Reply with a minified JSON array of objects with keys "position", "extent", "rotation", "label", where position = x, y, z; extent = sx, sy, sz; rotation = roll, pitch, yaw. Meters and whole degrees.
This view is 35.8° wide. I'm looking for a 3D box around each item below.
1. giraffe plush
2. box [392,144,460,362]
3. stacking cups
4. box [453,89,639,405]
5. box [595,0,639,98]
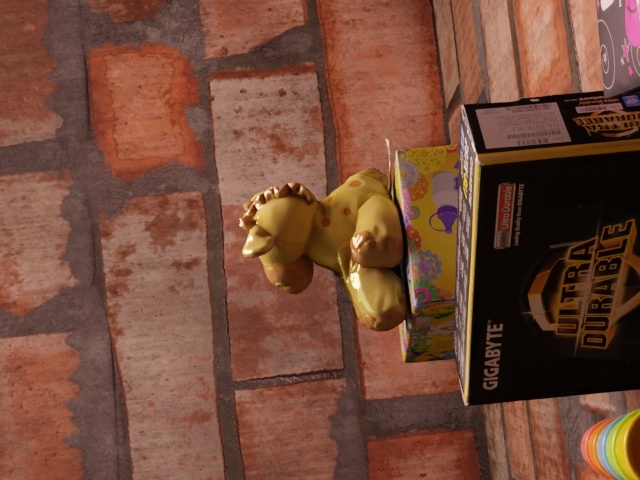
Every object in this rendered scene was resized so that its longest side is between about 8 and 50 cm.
[{"position":[0.000,0.000,1.095],"extent":[0.181,0.170,0.210],"rotation":[59,-154,-89],"label":"giraffe plush"},{"position":[0.234,0.017,1.141],"extent":[0.279,0.289,0.177],"rotation":[85,179,-71],"label":"box"},{"position":[0.353,0.241,1.141],"extent":[0.316,0.096,0.096],"rotation":[85,179,-78],"label":"stacking cups"},{"position":[0.249,0.014,0.859],"extent":[0.322,0.257,0.079],"rotation":[85,178,-46],"label":"box"},{"position":[0.268,-0.229,0.649],"extent":[0.142,0.163,0.247],"rotation":[164,100,-89],"label":"box"}]
